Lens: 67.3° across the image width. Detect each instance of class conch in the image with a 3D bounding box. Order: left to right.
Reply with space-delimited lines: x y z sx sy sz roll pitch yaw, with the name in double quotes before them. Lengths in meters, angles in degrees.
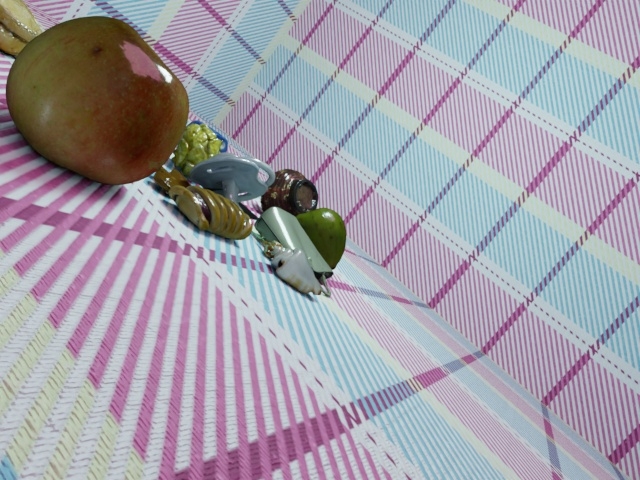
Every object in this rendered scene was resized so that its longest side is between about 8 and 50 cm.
"conch" -0.069 0.086 1.283 0.176 0.094 0.104 64 -10 -6

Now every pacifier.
"pacifier" -0.244 -0.131 1.375 0.279 0.227 0.207 71 15 -71

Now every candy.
"candy" -0.172 -0.003 1.397 0.056 0.049 0.185 -23 40 -30

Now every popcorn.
"popcorn" -0.406 -0.291 1.556 0.174 0.168 0.195 -3 9 -16

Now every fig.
"fig" 0.000 0.000 1.713 0.203 0.203 0.225 8 64 -76

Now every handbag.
"handbag" -0.053 0.038 1.490 0.315 0.109 0.241 46 10 25

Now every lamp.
"lamp" -0.132 -0.167 1.932 0.247 0.247 0.247 38 7 -6

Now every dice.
"dice" -0.463 -0.379 1.903 0.146 0.143 0.146 39 7 36

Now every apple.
"apple" -0.411 -0.271 0.932 0.319 0.277 0.319 39 6 -5

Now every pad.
"pad" -0.294 -0.131 1.732 0.193 0.004 0.116 42 9 18

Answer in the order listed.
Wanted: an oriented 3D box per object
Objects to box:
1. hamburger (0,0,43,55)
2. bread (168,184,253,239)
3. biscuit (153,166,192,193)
"hamburger" -0.875 -0.607 1.290 0.243 0.146 0.286 46 1 7
"bread" -0.263 -0.071 1.193 0.134 0.081 0.225 44 8 28
"biscuit" -0.382 -0.145 1.258 0.138 0.031 0.205 44 5 -3
